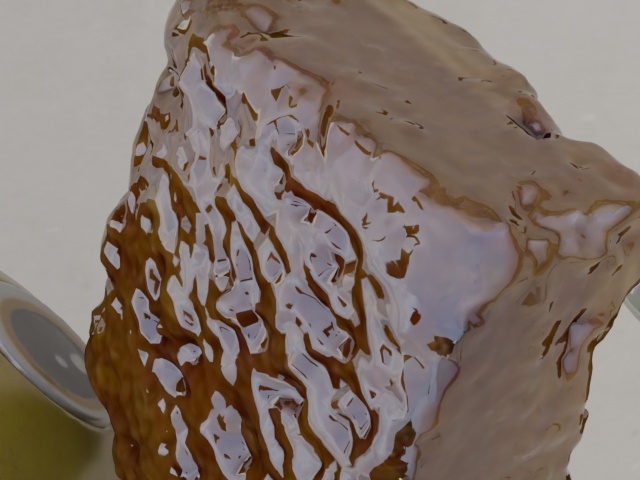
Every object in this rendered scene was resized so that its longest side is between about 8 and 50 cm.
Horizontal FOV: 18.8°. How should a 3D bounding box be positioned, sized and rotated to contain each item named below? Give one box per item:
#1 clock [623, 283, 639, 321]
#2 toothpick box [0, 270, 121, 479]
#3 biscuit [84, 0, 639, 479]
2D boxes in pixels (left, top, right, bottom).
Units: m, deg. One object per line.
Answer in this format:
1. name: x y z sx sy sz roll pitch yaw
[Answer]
1. clock: 0.342 0.132 1.352 0.114 0.284 0.309 -47 42 14
2. toothpick box: -0.339 0.185 1.393 0.425 0.409 0.409 26 103 22
3. biscuit: 0.004 0.054 1.156 0.342 0.166 0.395 42 132 38
